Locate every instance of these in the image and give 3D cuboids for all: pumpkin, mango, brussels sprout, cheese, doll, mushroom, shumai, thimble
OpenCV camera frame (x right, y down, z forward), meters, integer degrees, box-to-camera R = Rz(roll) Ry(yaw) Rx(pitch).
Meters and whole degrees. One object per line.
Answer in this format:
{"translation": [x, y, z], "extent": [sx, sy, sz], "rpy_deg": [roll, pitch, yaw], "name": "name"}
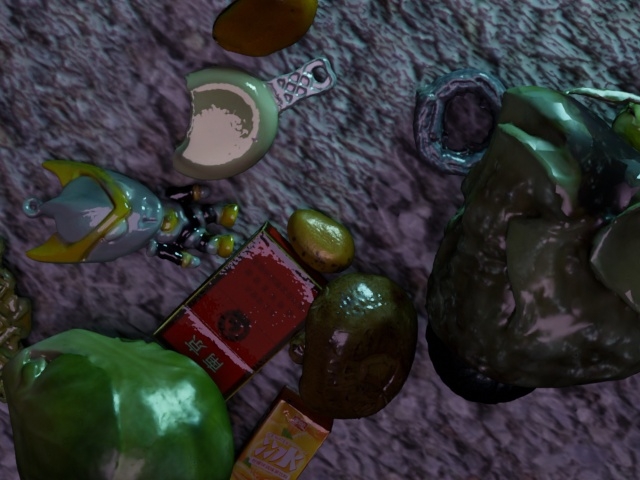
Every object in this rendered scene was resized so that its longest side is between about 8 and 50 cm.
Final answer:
{"translation": [0.248, 0.139, 1.611], "extent": [0.201, 0.140, 0.202], "rpy_deg": [-1, 99, -8], "name": "pumpkin"}
{"translation": [-0.071, -0.316, 1.559], "extent": [0.159, 0.084, 0.105], "rpy_deg": [-27, 117, 31], "name": "mango"}
{"translation": [-0.302, 0.282, 1.622], "extent": [0.355, 0.281, 0.289], "rpy_deg": [46, 141, 13], "name": "brussels sprout"}
{"translation": [-0.096, -0.172, 1.600], "extent": [0.248, 0.071, 0.164], "rpy_deg": [-4, 103, 5], "name": "cheese"}
{"translation": [-0.282, -0.027, 1.639], "extent": [0.316, 0.103, 0.146], "rpy_deg": [7, 100, -2], "name": "doll"}
{"translation": [0.060, 0.159, 1.603], "extent": [0.194, 0.138, 0.231], "rpy_deg": [-11, 124, -15], "name": "mushroom"}
{"translation": [0.000, 0.000, 1.636], "extent": [0.114, 0.057, 0.079], "rpy_deg": [44, 77, 0], "name": "mango"}
{"translation": [0.303, -0.037, 1.402], "extent": [0.395, 0.395, 0.348], "rpy_deg": [-7, 129, 7], "name": "shumai"}
{"translation": [0.199, -0.165, 1.560], "extent": [0.150, 0.098, 0.150], "rpy_deg": [1, 104, 4], "name": "thimble"}

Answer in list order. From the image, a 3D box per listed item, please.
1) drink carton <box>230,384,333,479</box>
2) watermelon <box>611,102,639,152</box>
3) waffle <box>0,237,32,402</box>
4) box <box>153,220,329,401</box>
{"translation": [-0.079, 0.342, 1.725], "extent": [0.096, 0.071, 0.223], "rpy_deg": [33, 103, -3], "name": "drink carton"}
{"translation": [0.507, -0.089, 1.534], "extent": [0.123, 0.129, 0.301], "rpy_deg": [-42, 102, 15], "name": "watermelon"}
{"translation": [-0.599, 0.116, 1.715], "extent": [0.317, 0.073, 0.297], "rpy_deg": [3, 105, 4], "name": "waffle"}
{"translation": [-0.113, 0.107, 1.670], "extent": [0.240, 0.074, 0.153], "rpy_deg": [-43, 101, 13], "name": "box"}
